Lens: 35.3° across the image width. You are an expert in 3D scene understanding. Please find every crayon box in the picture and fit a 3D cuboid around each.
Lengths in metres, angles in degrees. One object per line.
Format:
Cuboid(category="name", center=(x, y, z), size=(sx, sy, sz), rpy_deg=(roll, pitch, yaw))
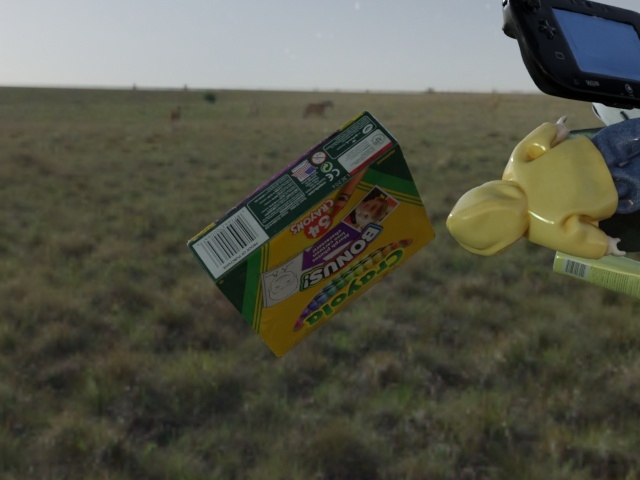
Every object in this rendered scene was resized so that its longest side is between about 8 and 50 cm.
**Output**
Cuboid(category="crayon box", center=(0.000, 0.000, 1.697), size=(0.106, 0.363, 0.313), rpy_deg=(50, -4, 34))

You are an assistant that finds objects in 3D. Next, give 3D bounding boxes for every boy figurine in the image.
Cuboid(category="boy figurine", center=(0.281, -0.050, 1.142), size=(0.285, 0.177, 0.092), rpy_deg=(-24, -16, -6))

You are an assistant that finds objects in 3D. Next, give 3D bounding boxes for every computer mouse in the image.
Cuboid(category="computer mouse", center=(0.548, -0.228, 1.832), size=(0.106, 0.042, 0.193), rpy_deg=(-36, 39, 10))

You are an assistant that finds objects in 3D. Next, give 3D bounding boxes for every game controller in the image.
Cuboid(category="game controller", center=(0.371, -0.248, 1.332), size=(0.319, 0.167, 0.067), rpy_deg=(0, -37, -37))

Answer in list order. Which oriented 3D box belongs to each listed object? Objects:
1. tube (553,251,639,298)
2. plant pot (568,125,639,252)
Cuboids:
Cuboid(category="tube", center=(0.505, 0.060, 1.648), size=(0.240, 0.062, 0.070), rpy_deg=(19, 12, 25))
Cuboid(category="plant pot", center=(0.405, -0.070, 1.343), size=(0.188, 0.167, 0.187), rpy_deg=(-5, 4, 29))
